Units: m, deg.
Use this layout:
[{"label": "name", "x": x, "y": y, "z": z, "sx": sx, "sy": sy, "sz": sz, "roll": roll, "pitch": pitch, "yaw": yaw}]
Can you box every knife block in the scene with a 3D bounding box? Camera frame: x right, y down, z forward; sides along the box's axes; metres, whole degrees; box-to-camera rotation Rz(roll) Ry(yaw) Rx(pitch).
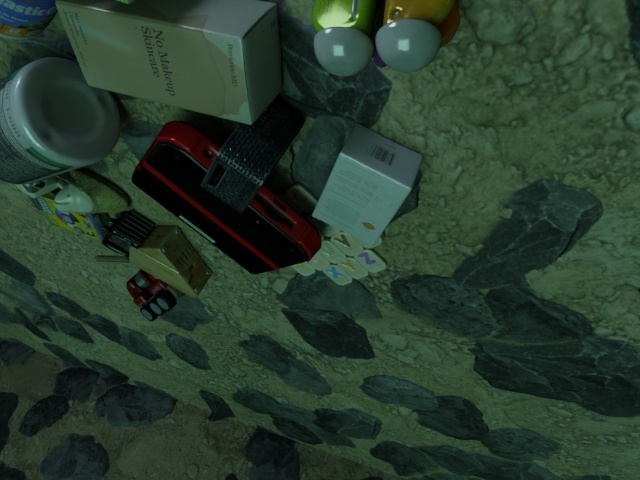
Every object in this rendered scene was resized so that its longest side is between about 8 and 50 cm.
[{"label": "knife block", "x": -0.467, "y": 0.037, "z": 1.283, "sx": 0.241, "sy": 0.088, "sz": 0.276, "roll": 0, "pitch": 135, "yaw": 31}]

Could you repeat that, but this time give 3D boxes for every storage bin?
[{"label": "storage bin", "x": -0.112, "y": -0.149, "z": 0.786, "sx": 0.084, "sy": 0.180, "sz": 0.122, "roll": 34, "pitch": 142, "yaw": -11}]

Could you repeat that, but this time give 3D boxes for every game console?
[{"label": "game console", "x": -0.209, "y": -0.067, "z": 0.998, "sx": 0.386, "sy": 0.060, "sz": 0.342, "roll": 41, "pitch": 154, "yaw": -19}]

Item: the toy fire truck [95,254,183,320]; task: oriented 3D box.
[{"label": "toy fire truck", "x": -0.531, "y": 0.111, "z": 1.373, "sx": 0.246, "sy": 0.158, "sz": 0.217, "roll": 50, "pitch": 138, "yaw": -10}]

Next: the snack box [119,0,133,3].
[{"label": "snack box", "x": -0.269, "y": -0.383, "z": 0.641, "sx": 0.100, "sy": 0.141, "sz": 0.037, "roll": 20, "pitch": 141, "yaw": 9}]

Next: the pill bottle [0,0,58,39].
[{"label": "pill bottle", "x": -0.432, "y": -0.426, "z": 0.677, "sx": 0.271, "sy": 0.152, "sz": 0.152, "roll": -14, "pitch": 127, "yaw": 41}]

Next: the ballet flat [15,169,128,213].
[{"label": "ballet flat", "x": -0.668, "y": -0.138, "z": 1.177, "sx": 0.348, "sy": 0.123, "sz": 0.123, "roll": 28, "pitch": 142, "yaw": -2}]

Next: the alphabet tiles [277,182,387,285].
[{"label": "alphabet tiles", "x": 0.000, "y": 0.000, "z": 1.023, "sx": 0.278, "sy": 0.021, "sz": 0.284, "roll": 42, "pitch": 140, "yaw": -18}]

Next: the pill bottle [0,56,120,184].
[{"label": "pill bottle", "x": -0.606, "y": -0.228, "z": 0.965, "sx": 0.360, "sy": 0.204, "sz": 0.204, "roll": -6, "pitch": 132, "yaw": 34}]

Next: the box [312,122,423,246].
[{"label": "box", "x": 0.078, "y": -0.093, "z": 0.813, "sx": 0.130, "sy": 0.091, "sz": 0.171, "roll": 27, "pitch": 142, "yaw": -1}]

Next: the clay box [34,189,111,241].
[{"label": "clay box", "x": -0.708, "y": -0.080, "z": 1.316, "sx": 0.221, "sy": 0.053, "sz": 0.128, "roll": 16, "pitch": 140, "yaw": 12}]

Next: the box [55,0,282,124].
[{"label": "box", "x": -0.224, "y": -0.302, "z": 0.724, "sx": 0.310, "sy": 0.121, "sz": 0.148, "roll": 16, "pitch": 140, "yaw": 14}]

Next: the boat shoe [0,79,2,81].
[{"label": "boat shoe", "x": -0.758, "y": -0.323, "z": 1.074, "sx": 0.137, "sy": 0.043, "sz": 0.049, "roll": -20, "pitch": 125, "yaw": 45}]

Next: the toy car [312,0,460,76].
[{"label": "toy car", "x": 0.084, "y": -0.277, "z": 0.581, "sx": 0.181, "sy": 0.159, "sz": 0.136, "roll": 5, "pitch": 174, "yaw": 25}]
